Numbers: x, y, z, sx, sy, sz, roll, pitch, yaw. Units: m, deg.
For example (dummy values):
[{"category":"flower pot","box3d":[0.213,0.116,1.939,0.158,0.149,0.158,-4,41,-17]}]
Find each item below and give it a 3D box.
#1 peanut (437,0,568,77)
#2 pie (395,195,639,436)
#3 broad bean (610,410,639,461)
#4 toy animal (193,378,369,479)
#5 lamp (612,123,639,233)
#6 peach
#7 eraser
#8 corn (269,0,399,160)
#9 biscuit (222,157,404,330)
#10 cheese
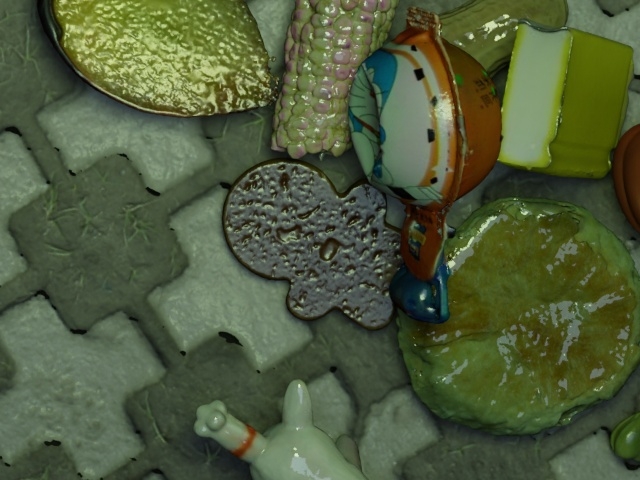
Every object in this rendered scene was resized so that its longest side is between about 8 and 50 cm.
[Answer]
[{"category":"peanut","box3d":[0.178,-0.220,1.784,0.214,0.090,0.099,-25,110,-3]},{"category":"pie","box3d":[0.229,0.087,1.826,0.306,0.071,0.306,-3,103,-15]},{"category":"broad bean","box3d":[0.381,0.230,1.890,0.083,0.045,0.063,-7,99,-15]},{"category":"toy animal","box3d":[-0.016,0.263,1.798,0.140,0.138,0.282,-41,93,-9]},{"category":"lamp","box3d":[0.423,-0.066,1.790,0.187,0.187,0.164,-17,101,-5]},{"category":"peach","box3d":[-0.171,-0.221,1.747,0.279,0.068,0.189,33,81,-7]},{"category":"eraser","box3d":[0.268,-0.149,1.746,0.069,0.226,0.158,11,96,28]},{"category":"corn","box3d":[0.024,-0.249,1.742,0.126,0.126,0.335,13,95,-9]},{"category":"biscuit","box3d":[0.000,0.000,1.811,0.236,0.039,0.180,32,96,-10]},{"category":"cheese","box3d":[0.109,-0.078,1.682,0.129,0.217,0.329,-6,109,-17]}]
